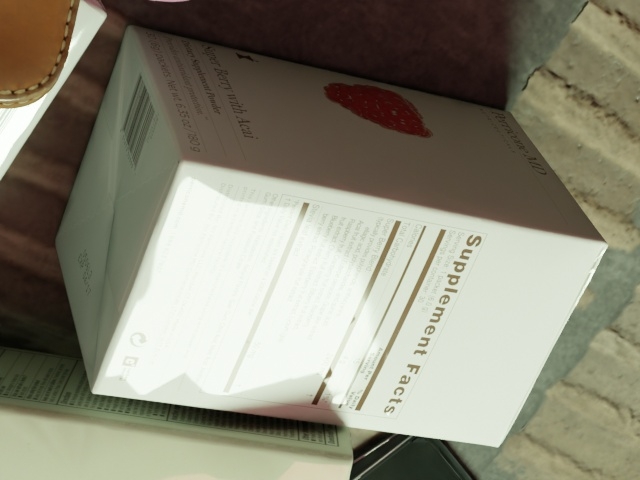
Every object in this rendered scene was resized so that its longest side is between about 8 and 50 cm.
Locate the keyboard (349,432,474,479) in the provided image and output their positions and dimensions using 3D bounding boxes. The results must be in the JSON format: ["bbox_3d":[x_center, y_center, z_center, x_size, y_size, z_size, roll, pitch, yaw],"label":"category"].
[{"bbox_3d":[0.076,0.297,1.355,0.201,0.033,0.317,-37,125,-1],"label":"keyboard"}]

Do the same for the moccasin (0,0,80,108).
[{"bbox_3d":[-0.145,-0.253,0.771,0.139,0.147,0.380,7,97,-34],"label":"moccasin"}]

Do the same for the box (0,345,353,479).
[{"bbox_3d":[-0.142,0.153,1.046,0.311,0.148,0.121,9,100,-2],"label":"box"}]

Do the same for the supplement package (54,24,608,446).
[{"bbox_3d":[0.000,0.000,1.040,0.293,0.177,0.175,10,119,-25],"label":"supplement package"}]

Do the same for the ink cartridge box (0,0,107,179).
[{"bbox_3d":[-0.284,-0.086,0.925,0.197,0.114,0.273,26,109,-31],"label":"ink cartridge box"}]
